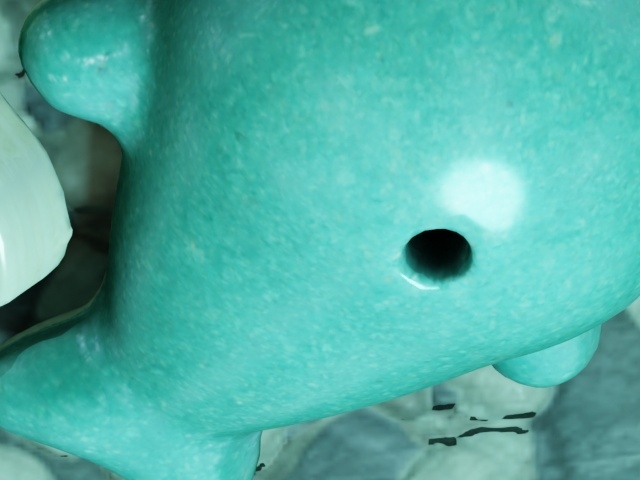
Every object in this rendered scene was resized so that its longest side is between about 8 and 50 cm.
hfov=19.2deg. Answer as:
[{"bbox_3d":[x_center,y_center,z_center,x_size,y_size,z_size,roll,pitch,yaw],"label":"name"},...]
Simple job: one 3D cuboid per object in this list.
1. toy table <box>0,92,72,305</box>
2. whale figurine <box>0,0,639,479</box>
[{"bbox_3d":[-0.172,-0.086,0.466,0.274,0.252,0.161,24,128,36],"label":"toy table"},{"bbox_3d":[0.000,0.000,0.577,0.216,0.141,0.272,32,117,-21],"label":"whale figurine"}]
